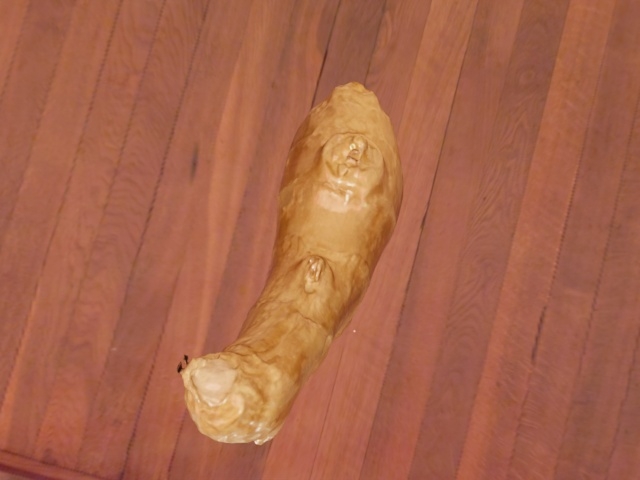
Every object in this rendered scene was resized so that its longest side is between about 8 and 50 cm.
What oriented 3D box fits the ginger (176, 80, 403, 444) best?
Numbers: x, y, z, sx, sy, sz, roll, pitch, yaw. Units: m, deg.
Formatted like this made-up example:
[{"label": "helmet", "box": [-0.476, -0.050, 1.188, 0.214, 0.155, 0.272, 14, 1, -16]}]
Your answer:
[{"label": "ginger", "box": [0.000, 0.000, 0.480, 0.081, 0.333, 0.148, 22, 128, -2]}]
